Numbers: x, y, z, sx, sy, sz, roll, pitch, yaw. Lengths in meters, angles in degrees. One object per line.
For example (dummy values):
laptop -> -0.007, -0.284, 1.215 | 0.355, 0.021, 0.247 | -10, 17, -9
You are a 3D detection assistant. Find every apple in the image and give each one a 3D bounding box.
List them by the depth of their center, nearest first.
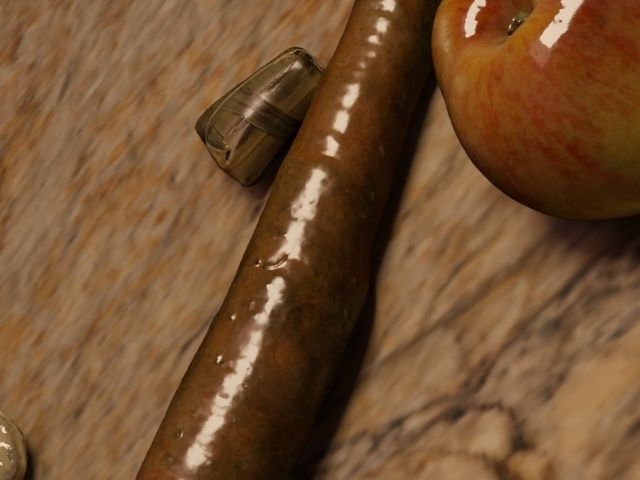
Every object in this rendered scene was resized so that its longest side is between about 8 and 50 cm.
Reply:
apple -> 0.107, -0.072, 0.682 | 0.126, 0.102, 0.126 | -24, 54, 37

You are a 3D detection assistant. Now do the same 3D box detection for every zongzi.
zongzi -> -0.033, -0.074, 0.893 | 0.076, 0.040, 0.083 | -49, 24, 6

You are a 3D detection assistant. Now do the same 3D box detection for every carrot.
carrot -> -0.001, 0.000, 0.793 | 0.070, 0.070, 0.342 | 7, 69, 49

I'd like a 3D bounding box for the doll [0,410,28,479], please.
doll -> -0.260, 0.143, 0.965 | 0.149, 0.175, 0.278 | 105, 151, -53
